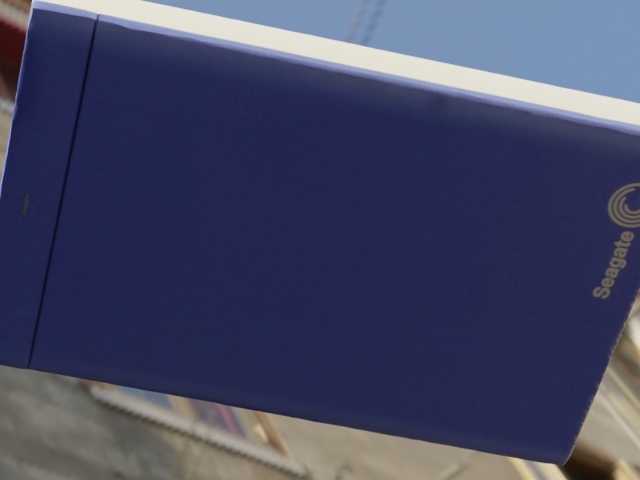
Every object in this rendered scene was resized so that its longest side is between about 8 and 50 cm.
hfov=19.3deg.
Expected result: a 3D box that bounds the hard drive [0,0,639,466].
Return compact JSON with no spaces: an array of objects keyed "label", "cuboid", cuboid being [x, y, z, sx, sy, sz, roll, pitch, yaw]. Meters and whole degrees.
[{"label":"hard drive","cuboid":[0.000,0.000,0.935,0.319,0.040,0.210,11,-56,-8]}]
